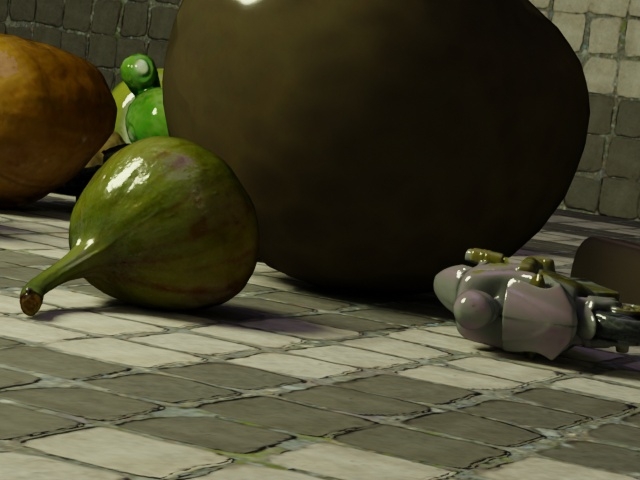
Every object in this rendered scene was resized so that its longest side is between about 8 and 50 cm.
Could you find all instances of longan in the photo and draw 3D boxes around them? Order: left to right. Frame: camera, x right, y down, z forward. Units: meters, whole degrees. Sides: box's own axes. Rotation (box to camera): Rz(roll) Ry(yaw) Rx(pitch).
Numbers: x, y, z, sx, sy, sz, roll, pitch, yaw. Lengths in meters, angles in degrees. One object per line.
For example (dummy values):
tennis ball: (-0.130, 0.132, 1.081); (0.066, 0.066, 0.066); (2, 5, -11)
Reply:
longan: (0.046, -0.132, 1.662); (0.404, 0.404, 0.336); (7, 15, -4)

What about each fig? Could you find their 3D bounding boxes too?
fig: (-0.155, 0.010, 1.352); (0.149, 0.149, 0.245); (11, 25, 36)

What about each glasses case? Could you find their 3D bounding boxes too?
glasses case: (0.296, 0.045, 1.638); (0.050, 0.083, 0.196); (5, 7, -22)

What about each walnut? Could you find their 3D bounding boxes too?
walnut: (-0.353, -0.143, 2.090); (0.209, 0.209, 0.336); (10, 9, 30)

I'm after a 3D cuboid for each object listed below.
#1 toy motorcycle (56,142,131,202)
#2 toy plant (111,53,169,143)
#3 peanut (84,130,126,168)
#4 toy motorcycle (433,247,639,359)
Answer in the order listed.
toy motorcycle: (-0.214, -0.066, 2.188); (0.229, 0.094, 0.130); (-5, -8, 35)
toy plant: (-0.222, -0.164, 2.553); (0.184, 0.224, 0.316); (-29, 8, -8)
peanut: (-0.371, -0.124, 2.455); (0.233, 0.110, 0.197); (10, 5, 44)
toy motorcycle: (0.162, 0.053, 1.416); (0.152, 0.073, 0.225); (2, 7, -26)
